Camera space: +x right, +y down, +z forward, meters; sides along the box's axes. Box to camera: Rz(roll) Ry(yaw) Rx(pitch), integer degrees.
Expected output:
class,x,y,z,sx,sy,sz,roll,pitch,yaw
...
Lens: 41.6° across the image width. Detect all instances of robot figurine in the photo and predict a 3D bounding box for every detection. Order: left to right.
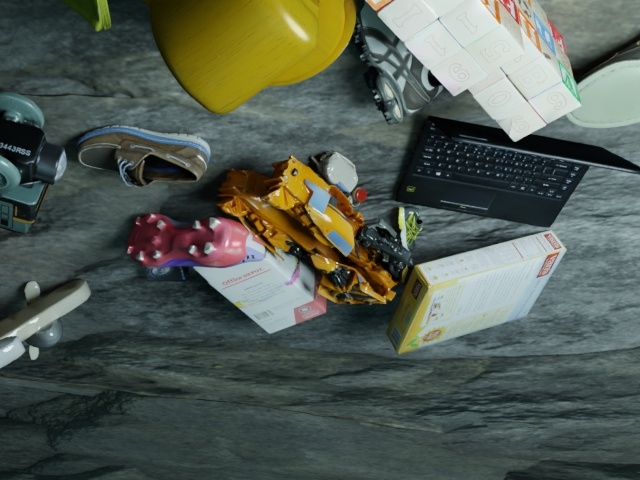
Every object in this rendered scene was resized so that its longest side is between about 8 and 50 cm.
class,x,y,z,sx,sy,sz,roll,pitch,yaw
robot figurine,0.000,0.000,1.180,0.211,0.085,0.291,-6,140,50

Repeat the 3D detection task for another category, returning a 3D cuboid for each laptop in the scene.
class,x,y,z,sx,sy,sz,roll,pitch,yaw
laptop,0.237,-0.068,1.067,0.234,0.137,0.264,10,143,-6

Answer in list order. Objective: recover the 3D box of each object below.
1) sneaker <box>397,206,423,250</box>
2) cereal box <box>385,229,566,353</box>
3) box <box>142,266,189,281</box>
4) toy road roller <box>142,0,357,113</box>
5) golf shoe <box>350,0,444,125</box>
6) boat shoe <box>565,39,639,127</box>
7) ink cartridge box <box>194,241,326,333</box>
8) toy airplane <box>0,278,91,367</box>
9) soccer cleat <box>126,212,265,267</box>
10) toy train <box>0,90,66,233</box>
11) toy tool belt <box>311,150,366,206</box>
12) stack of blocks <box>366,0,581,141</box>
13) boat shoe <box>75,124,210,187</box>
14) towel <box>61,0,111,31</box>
class,x,y,z,sx,sy,sz,roll,pitch,yaw
sneaker,0.133,-0.016,1.225,0.035,0.031,0.083,-7,137,11
cereal box,0.226,0.076,1.235,0.240,0.047,0.173,-13,144,-24
box,-0.246,0.031,1.318,0.067,0.018,0.083,1,138,3
toy road roller,-0.104,-0.278,0.799,0.202,0.241,0.329,-30,128,31
golf shoe,0.084,-0.231,0.974,0.093,0.077,0.198,-24,135,5
boat shoe,0.392,-0.200,0.973,0.227,0.069,0.081,-20,121,24
ink cartridge box,-0.090,0.053,1.294,0.115,0.067,0.198,-22,133,26
toy airplane,-0.566,0.197,1.257,0.385,0.384,0.273,-3,127,6
soccer cleat,-0.185,0.007,1.197,0.248,0.083,0.095,-2,160,45
toy train,-0.502,-0.119,1.094,0.333,0.142,0.190,16,146,-12
toy tool belt,0.024,-0.086,1.153,0.051,0.052,0.083,12,151,52
stack of blocks,0.156,-0.237,0.876,0.087,0.171,0.297,-28,129,31
boat shoe,-0.242,-0.109,1.126,0.183,0.066,0.066,0,138,4
towel,-0.292,-0.300,0.842,0.237,0.021,0.102,37,148,28
